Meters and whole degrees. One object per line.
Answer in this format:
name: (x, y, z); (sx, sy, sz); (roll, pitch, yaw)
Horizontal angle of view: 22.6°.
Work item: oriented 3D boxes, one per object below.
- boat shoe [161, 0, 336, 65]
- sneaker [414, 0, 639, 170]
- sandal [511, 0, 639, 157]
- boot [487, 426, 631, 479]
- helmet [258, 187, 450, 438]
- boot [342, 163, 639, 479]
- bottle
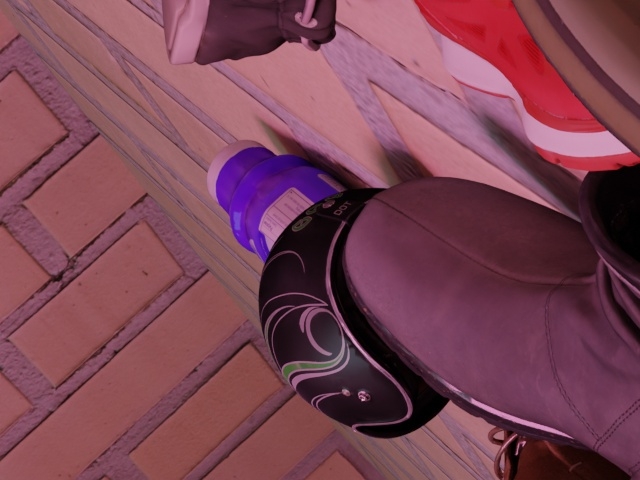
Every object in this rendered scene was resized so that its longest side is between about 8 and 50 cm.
boat shoe: (-0.017, -0.153, 0.716); (0.335, 0.095, 0.112); (145, 119, -79)
sneaker: (0.058, -0.101, 0.504); (0.128, 0.087, 0.221); (49, 171, -21)
sandal: (0.158, -0.031, 0.302); (0.303, 0.120, 0.086); (40, 142, 36)
boot: (0.117, 0.132, 0.839); (0.115, 0.112, 0.305); (56, -148, 5)
helmet: (0.038, 0.049, 1.088); (0.169, 0.169, 0.161); (48, 157, -2)
boot: (0.133, 0.023, 0.697); (0.338, 0.118, 0.223); (31, 162, 29)
bottle: (0.000, 0.000, 1.304); (0.283, 0.092, 0.118); (39, 170, 48)
